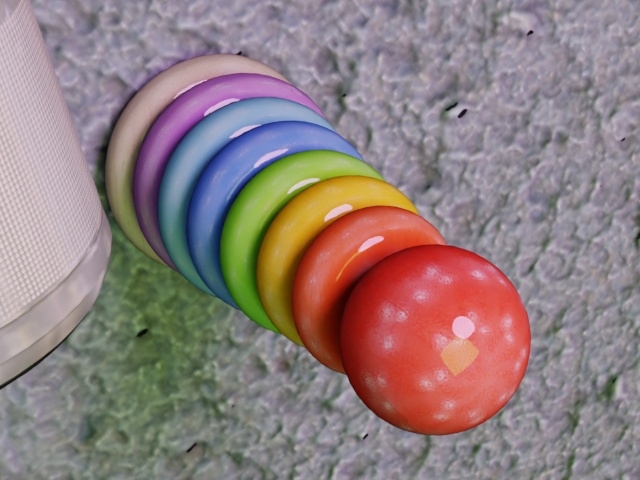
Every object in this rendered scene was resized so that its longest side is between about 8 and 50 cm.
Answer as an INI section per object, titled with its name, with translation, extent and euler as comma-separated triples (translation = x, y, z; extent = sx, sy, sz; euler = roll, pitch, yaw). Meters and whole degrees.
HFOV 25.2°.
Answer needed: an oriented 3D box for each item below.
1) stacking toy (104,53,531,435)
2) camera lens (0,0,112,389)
[stacking toy]
translation = 0.000, 0.000, 0.769
extent = 0.141, 0.330, 0.141
euler = -10, 113, -25
[camera lens]
translation = -0.235, -0.058, 0.686
extent = 0.219, 0.219, 0.274
euler = -25, 119, -18
